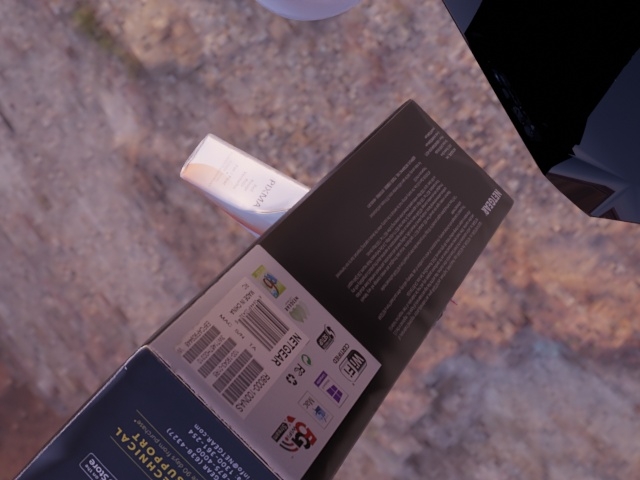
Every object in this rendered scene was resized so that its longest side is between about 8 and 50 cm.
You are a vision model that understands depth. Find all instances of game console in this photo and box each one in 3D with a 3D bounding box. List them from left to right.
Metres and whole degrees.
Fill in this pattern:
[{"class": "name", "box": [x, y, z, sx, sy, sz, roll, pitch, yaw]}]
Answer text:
[{"class": "game console", "box": [0.179, -0.075, 0.468, 0.361, 0.044, 0.213, 10, 144, 50]}]

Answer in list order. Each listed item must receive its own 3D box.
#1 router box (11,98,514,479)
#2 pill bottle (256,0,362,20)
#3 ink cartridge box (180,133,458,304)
[{"class": "router box", "box": [-0.052, 0.080, 0.643, 0.081, 0.309, 0.243, 45, 120, 0]}, {"class": "pill bottle", "box": [-0.047, -0.228, 0.869, 0.215, 0.117, 0.117, 45, 155, 43]}, {"class": "ink cartridge box", "box": [0.000, 0.000, 1.040, 0.179, 0.045, 0.145, 33, 176, 32]}]
